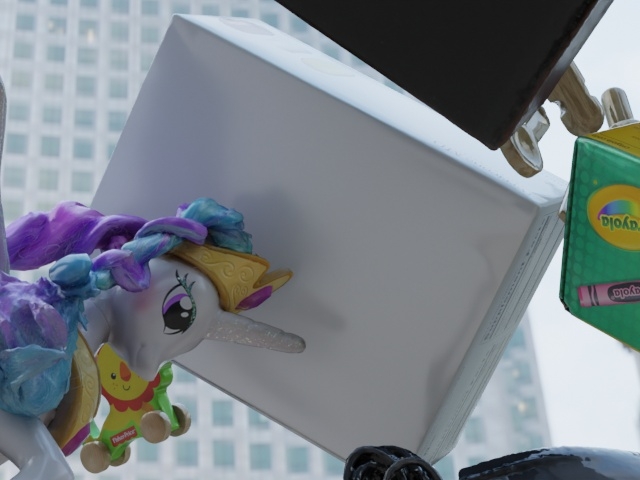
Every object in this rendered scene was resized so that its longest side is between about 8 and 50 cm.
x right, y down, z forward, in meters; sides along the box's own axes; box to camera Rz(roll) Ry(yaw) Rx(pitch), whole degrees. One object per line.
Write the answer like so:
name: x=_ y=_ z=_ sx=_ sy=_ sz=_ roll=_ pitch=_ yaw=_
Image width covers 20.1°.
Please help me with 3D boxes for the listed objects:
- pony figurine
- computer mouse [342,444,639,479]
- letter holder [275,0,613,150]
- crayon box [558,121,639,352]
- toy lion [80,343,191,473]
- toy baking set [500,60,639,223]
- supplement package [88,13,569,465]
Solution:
pony figurine: x=-0.231 y=0.043 z=1.011 sx=0.351 sy=0.363 sz=0.302 roll=35 pitch=-38 yaw=15
computer mouse: x=0.149 y=0.180 z=1.014 sx=0.272 sy=0.188 sz=0.072 roll=-1 pitch=-29 yaw=-46
letter holder: x=0.130 y=-0.225 z=0.909 sx=0.152 sy=0.214 sz=0.301 roll=35 pitch=-68 yaw=8
crayon box: x=0.242 y=0.023 z=0.669 sx=0.165 sy=0.278 sz=0.081 roll=-13 pitch=-63 yaw=-32
toy lion: x=-0.140 y=0.105 z=1.277 sx=0.100 sy=0.096 sz=0.034 roll=-29 pitch=-9 yaw=32
toy baking set: x=0.142 y=-0.091 z=1.067 sx=0.030 sy=0.256 sz=0.197 roll=-32 pitch=-54 yaw=25
supplement package: x=0.000 y=0.000 z=1.161 sx=0.262 sy=0.145 sz=0.204 roll=29 pitch=-76 yaw=14
